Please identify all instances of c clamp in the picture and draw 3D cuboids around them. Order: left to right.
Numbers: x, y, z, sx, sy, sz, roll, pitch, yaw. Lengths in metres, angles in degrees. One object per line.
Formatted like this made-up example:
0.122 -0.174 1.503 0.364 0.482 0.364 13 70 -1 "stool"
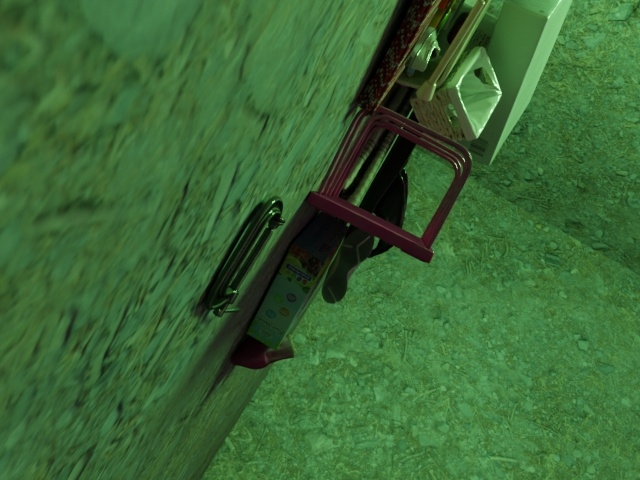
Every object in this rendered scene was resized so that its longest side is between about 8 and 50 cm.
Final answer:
-0.082 0.020 0.716 0.160 0.022 0.137 -59 171 9 "c clamp"

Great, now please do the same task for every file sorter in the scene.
0.124 -0.098 1.083 0.182 0.202 0.291 -63 175 6 "file sorter"

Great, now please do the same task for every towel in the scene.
0.103 -0.170 1.406 0.324 0.056 0.312 -61 179 -6 "towel"
0.140 -0.316 0.887 0.274 0.031 0.199 -61 178 40 "towel"

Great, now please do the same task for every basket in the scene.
0.252 -0.268 1.219 0.103 0.113 0.167 -5 -143 40 "basket"

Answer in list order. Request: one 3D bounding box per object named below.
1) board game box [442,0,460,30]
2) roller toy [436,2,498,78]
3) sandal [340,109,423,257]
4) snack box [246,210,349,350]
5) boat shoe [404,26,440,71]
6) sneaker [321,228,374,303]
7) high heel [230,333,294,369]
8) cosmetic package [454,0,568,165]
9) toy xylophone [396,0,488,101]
0.279 -0.496 1.264 0.103 0.026 0.154 -56 174 -43 "board game box"
0.323 -0.421 1.476 0.209 0.146 0.191 -53 171 -52 "roller toy"
0.146 -0.082 1.365 0.445 0.107 0.167 -62 179 22 "sandal"
-0.039 0.070 1.186 0.207 0.070 0.174 -60 176 28 "snack box"
0.151 -0.268 0.922 0.100 0.035 0.035 -58 178 -45 "boat shoe"
0.043 0.039 1.180 0.152 0.054 0.061 -58 -168 4 "sneaker"
-0.124 0.197 1.288 0.244 0.117 0.082 -134 -142 -74 "high heel"
0.426 -0.389 1.406 0.284 0.097 0.377 -49 159 -35 "cosmetic package"
0.218 -0.369 1.064 0.236 0.081 0.322 -55 174 -48 "toy xylophone"
